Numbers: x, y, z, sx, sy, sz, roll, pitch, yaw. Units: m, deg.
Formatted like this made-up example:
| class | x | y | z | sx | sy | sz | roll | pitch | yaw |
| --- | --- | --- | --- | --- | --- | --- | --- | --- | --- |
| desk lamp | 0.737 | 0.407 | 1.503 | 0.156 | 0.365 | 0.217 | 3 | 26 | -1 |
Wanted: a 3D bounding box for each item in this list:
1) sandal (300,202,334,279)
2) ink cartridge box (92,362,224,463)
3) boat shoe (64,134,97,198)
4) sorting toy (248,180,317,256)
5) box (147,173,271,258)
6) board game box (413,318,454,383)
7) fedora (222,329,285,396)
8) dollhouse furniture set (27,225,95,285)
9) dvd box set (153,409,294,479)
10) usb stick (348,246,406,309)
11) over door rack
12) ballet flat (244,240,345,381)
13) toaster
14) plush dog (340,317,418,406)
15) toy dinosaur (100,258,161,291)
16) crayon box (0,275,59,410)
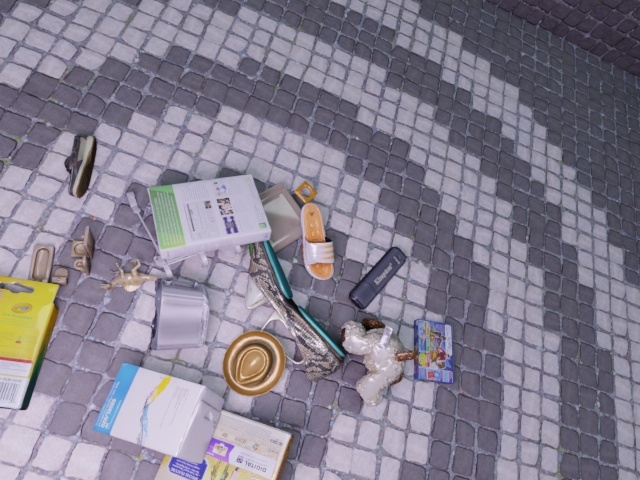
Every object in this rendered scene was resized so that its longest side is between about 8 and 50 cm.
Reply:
| class | x | y | z | sx | sy | sz | roll | pitch | yaw |
| --- | --- | --- | --- | --- | --- | --- | --- | --- | --- |
| sandal | -0.010 | 0.001 | 1.546 | 0.101 | 0.076 | 0.265 | -11 | 88 | -25 |
| ink cartridge box | -0.393 | 0.433 | 1.163 | 0.232 | 0.171 | 0.168 | 10 | 63 | 14 |
| boat shoe | -0.740 | -0.228 | 1.414 | 0.073 | 0.080 | 0.224 | 6 | 62 | -11 |
| sorting toy | -0.150 | -0.075 | 1.571 | 0.347 | 0.047 | 0.196 | -33 | 89 | -25 |
| box | -0.332 | -0.079 | 1.389 | 0.321 | 0.058 | 0.232 | -10 | 58 | -20 |
| board game box | 0.386 | 0.377 | 1.579 | 0.136 | 0.035 | 0.201 | 12 | 66 | -14 |
| fedora | -0.195 | 0.356 | 1.330 | 0.194 | 0.079 | 0.194 | 0 | 82 | 1 |
| dollhouse furniture set | -0.720 | 0.044 | 1.280 | 0.151 | 0.123 | 0.144 | 4 | 68 | -18 |
| dvd box set | -0.276 | 0.649 | 1.154 | 0.307 | 0.062 | 0.421 | 11 | 62 | 16 |
| usb stick | 0.201 | 0.127 | 1.611 | 0.077 | 0.045 | 0.278 | 44 | 62 | 3 |
| over door rack | -0.420 | -0.039 | 1.440 | 0.239 | 0.108 | 0.324 | -22 | 63 | -26 |
| ballet flat | -0.121 | 0.217 | 1.415 | 0.182 | 0.164 | 0.483 | -34 | 84 | 0 |
| toaster | -0.394 | 0.216 | 1.298 | 0.146 | 0.129 | 0.227 | 5 | 106 | -20 |
| plush dog | 0.199 | 0.345 | 1.431 | 0.210 | 0.225 | 0.263 | -20 | 86 | 14 |
| toy dinosaur | -0.549 | 0.103 | 1.367 | 0.183 | 0.053 | 0.093 | -7 | 87 | -14 |
| crayon box | -0.813 | 0.256 | 1.186 | 0.202 | 0.081 | 0.319 | 13 | 66 | -14 |
